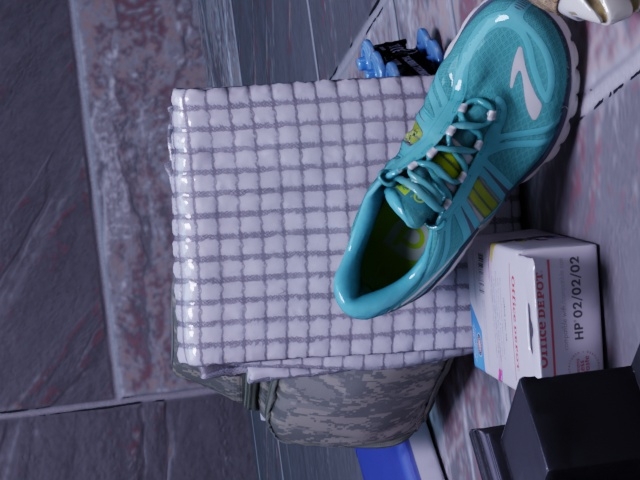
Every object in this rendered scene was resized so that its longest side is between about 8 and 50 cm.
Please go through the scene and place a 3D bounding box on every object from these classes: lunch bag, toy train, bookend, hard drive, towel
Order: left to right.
[{"bbox_3d":[0.011,0.062,1.687,0.213,0.256,0.305,-61,-7,-25],"label":"lunch bag"},{"bbox_3d":[0.016,-0.014,1.449,0.121,0.283,0.235,-153,58,-79],"label":"towel"},{"bbox_3d":[0.088,0.262,1.913,0.319,0.040,0.210,-106,14,-46],"label":"hard drive"},{"bbox_3d":[0.083,-0.123,1.604,0.184,0.080,0.105,-124,23,-69],"label":"toy train"},{"bbox_3d":[0.174,0.086,0.975,0.156,0.157,0.072,96,164,-53],"label":"bookend"}]

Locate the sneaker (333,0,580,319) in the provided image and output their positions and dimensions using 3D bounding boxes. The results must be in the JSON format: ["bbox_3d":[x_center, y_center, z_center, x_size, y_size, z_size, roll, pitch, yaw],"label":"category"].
[{"bbox_3d":[0.094,-0.050,1.284,0.110,0.107,0.275,-36,-23,-59],"label":"sneaker"}]

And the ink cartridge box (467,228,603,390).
[{"bbox_3d":[0.159,0.052,1.311,0.181,0.061,0.104,-152,57,-79],"label":"ink cartridge box"}]

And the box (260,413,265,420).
[{"bbox_3d":[-0.012,0.126,2.054,0.203,0.114,0.103,85,-166,-59],"label":"box"}]

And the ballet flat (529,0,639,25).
[{"bbox_3d":[0.172,-0.169,1.097,0.206,0.073,0.067,107,141,-75],"label":"ballet flat"}]
